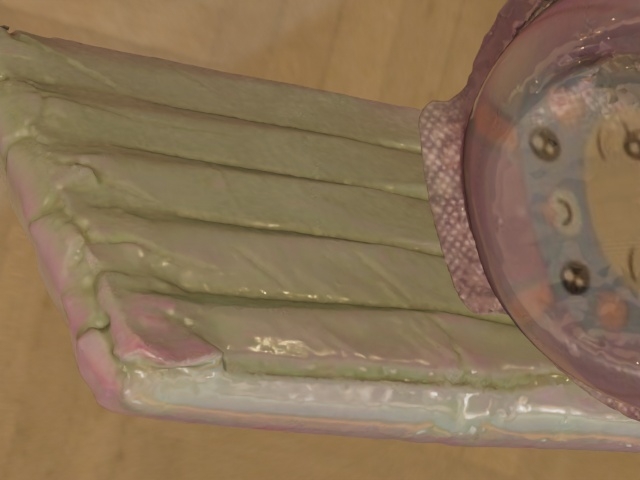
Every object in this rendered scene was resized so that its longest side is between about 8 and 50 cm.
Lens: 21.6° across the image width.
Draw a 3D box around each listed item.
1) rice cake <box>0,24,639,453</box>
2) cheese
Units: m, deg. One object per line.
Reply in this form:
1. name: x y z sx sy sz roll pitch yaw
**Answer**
1. rice cake: 0.000 0.000 0.519 0.198 0.189 0.037 4 123 -29
2. cheese: 0.091 -0.012 0.297 0.191 0.042 0.105 -7 101 45
